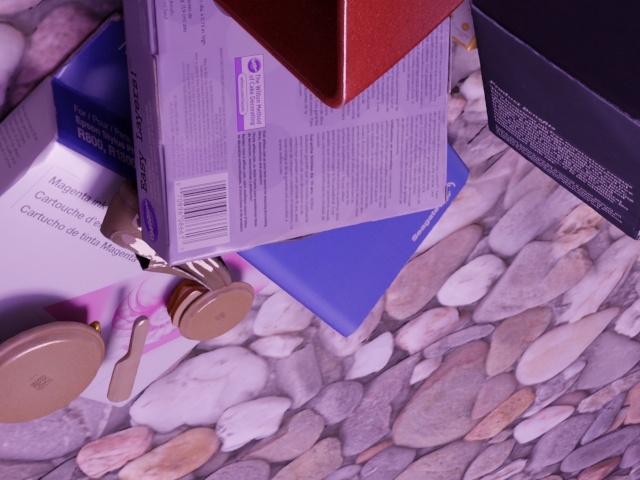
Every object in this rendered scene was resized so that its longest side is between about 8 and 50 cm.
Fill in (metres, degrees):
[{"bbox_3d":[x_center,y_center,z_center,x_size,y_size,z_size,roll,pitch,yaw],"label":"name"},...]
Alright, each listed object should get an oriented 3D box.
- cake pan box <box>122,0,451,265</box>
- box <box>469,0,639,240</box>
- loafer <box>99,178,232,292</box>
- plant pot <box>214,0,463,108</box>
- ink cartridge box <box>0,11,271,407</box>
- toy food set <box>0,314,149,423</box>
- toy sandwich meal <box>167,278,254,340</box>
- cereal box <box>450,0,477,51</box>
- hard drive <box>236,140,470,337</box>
[{"bbox_3d":[-0.018,-0.123,0.870,0.246,0.070,0.266,-13,115,-24],"label":"cake pan box"},{"bbox_3d":[0.276,-0.190,0.891,0.296,0.183,0.294,-50,165,-3],"label":"box"},{"bbox_3d":[-0.126,0.003,0.946,0.050,0.056,0.148,-39,136,6],"label":"loafer"},{"bbox_3d":[0.021,-0.286,0.635,0.236,0.267,0.267,-32,149,-22],"label":"plant pot"},{"bbox_3d":[-0.174,0.001,1.009,0.330,0.071,0.324,-40,146,16],"label":"ink cartridge box"},{"bbox_3d":[-0.245,0.109,0.992,0.192,0.038,0.132,-12,141,-35],"label":"toy food set"},{"bbox_3d":[-0.100,0.059,1.061,0.086,0.029,0.085,-27,150,-17],"label":"toy sandwich meal"},{"bbox_3d":[0.194,-0.271,0.913,0.173,0.047,0.240,-29,154,-48],"label":"cereal box"},{"bbox_3d":[0.011,-0.054,1.046,0.210,0.040,0.319,-53,145,-4],"label":"hard drive"}]
